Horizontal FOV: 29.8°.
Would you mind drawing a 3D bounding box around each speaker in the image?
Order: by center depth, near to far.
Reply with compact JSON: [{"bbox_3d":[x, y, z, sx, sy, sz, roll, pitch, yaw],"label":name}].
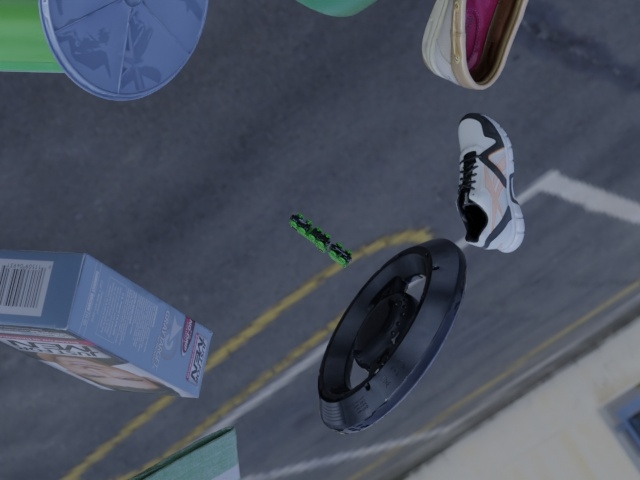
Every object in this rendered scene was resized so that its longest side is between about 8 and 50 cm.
[{"bbox_3d":[-0.375,-0.298,1.675,0.297,0.131,0.131,2,158,0],"label":"speaker"}]

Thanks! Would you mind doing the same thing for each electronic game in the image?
[{"bbox_3d":[0.071,0.096,1.235,0.229,0.048,0.229,-49,-163,21],"label":"electronic game"}]

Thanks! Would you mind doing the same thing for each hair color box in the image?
[{"bbox_3d":[-0.328,0.126,1.738,0.185,0.113,0.374,2,161,24],"label":"hair color box"}]

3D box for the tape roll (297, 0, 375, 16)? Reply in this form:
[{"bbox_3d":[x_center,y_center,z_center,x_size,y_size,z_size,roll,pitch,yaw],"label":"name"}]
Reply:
[{"bbox_3d":[-0.014,-0.434,1.484,0.077,0.321,0.321,-30,165,34],"label":"tape roll"}]

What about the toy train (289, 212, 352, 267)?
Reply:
[{"bbox_3d":[0.000,0.000,1.304,0.017,0.083,0.023,-49,168,-22],"label":"toy train"}]

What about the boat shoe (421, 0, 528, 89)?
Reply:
[{"bbox_3d":[0.114,-0.175,0.754,0.063,0.059,0.170,-2,119,-26],"label":"boat shoe"}]

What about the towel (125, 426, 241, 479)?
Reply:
[{"bbox_3d":[-0.188,0.436,1.569,0.038,0.324,0.248,9,-159,40],"label":"towel"}]

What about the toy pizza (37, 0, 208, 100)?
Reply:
[{"bbox_3d":[-0.184,-0.232,1.120,0.201,0.032,0.201,-20,117,-45],"label":"toy pizza"}]

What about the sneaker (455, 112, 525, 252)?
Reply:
[{"bbox_3d":[0.119,-0.044,0.889,0.044,0.109,0.040,-2,162,-35],"label":"sneaker"}]
